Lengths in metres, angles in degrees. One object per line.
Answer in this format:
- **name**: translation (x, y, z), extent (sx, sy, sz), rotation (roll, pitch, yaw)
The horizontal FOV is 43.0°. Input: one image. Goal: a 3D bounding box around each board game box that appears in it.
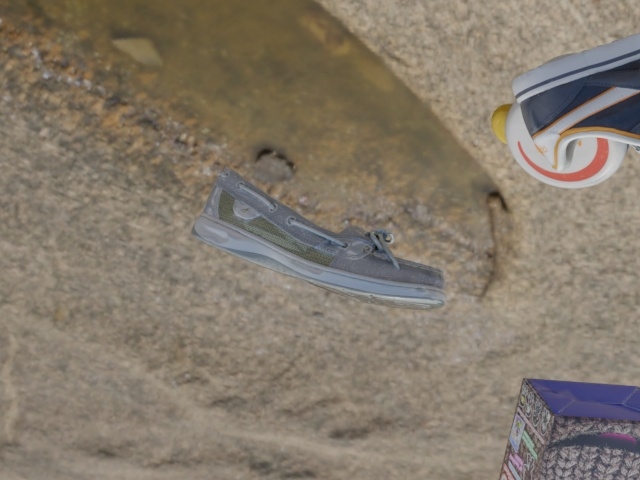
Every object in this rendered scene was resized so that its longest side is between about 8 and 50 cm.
- **board game box**: translation (0.462, 0.412, 1.450), extent (0.232, 0.291, 0.141), rotation (5, -163, -9)

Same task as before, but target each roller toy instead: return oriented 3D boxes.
- **roller toy**: translation (0.397, -0.187, 1.290), extent (0.209, 0.146, 0.191), rotation (38, 142, 1)

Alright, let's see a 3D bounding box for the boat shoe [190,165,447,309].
- **boat shoe**: translation (0.000, 0.000, 0.944), extent (0.320, 0.103, 0.118), rotation (18, 175, 25)

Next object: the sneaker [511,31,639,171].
- **sneaker**: translation (0.376, -0.170, 0.863), extent (0.321, 0.127, 0.126), rotation (-19, 177, 27)
